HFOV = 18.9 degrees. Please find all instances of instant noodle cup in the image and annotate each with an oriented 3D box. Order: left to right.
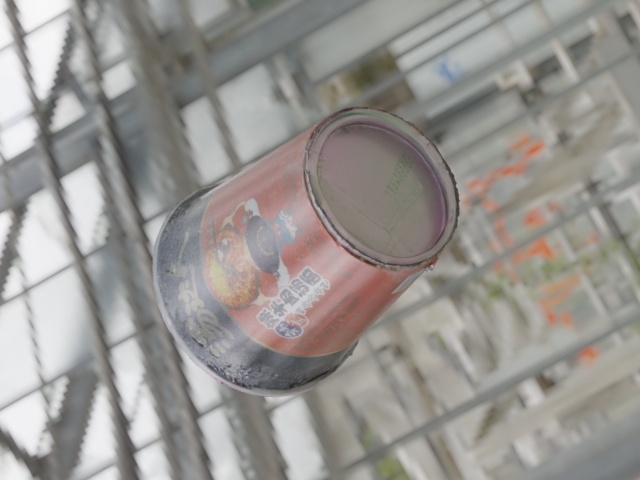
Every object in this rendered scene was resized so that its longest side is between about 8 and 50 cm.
[{"bbox_3d":[-0.002,0.000,0.970,0.127,0.135,0.127,14,-119,-26],"label":"instant noodle cup"}]
